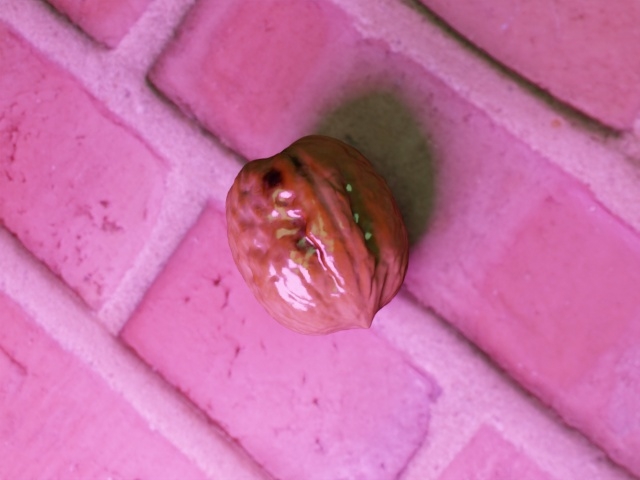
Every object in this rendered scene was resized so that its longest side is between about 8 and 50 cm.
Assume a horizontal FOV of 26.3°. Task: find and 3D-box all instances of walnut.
[{"bbox_3d":[0.000,0.000,1.234,0.155,0.155,0.184,-32,70,13],"label":"walnut"}]
